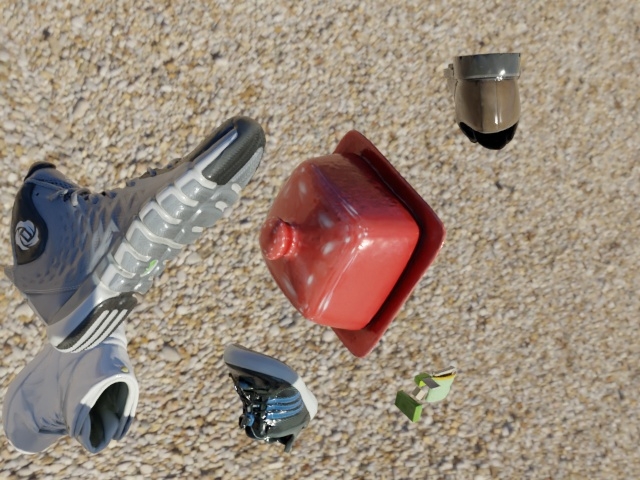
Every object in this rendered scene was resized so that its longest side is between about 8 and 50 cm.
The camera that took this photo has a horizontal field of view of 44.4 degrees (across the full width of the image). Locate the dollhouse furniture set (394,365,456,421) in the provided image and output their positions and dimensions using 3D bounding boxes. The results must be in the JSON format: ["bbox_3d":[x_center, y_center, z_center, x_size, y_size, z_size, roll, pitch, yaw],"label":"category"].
[{"bbox_3d":[0.221,0.301,1.530,0.151,0.058,0.076,-9,120,-36],"label":"dollhouse furniture set"}]

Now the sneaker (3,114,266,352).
[{"bbox_3d":[-0.157,-0.036,0.596,0.132,0.086,0.229,43,90,12],"label":"sneaker"}]

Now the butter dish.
[{"bbox_3d":[0.000,0.000,0.676,0.118,0.160,0.160,4,38,-41],"label":"butter dish"}]

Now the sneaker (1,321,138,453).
[{"bbox_3d":[-0.349,0.238,1.075,0.108,0.292,0.169,15,32,-39],"label":"sneaker"}]

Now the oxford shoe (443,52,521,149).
[{"bbox_3d":[0.171,-0.144,0.828,0.227,0.082,0.096,-37,124,-72],"label":"oxford shoe"}]

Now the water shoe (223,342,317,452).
[{"bbox_3d":[-0.057,0.182,0.870,0.080,0.072,0.203,-63,149,-19],"label":"water shoe"}]
